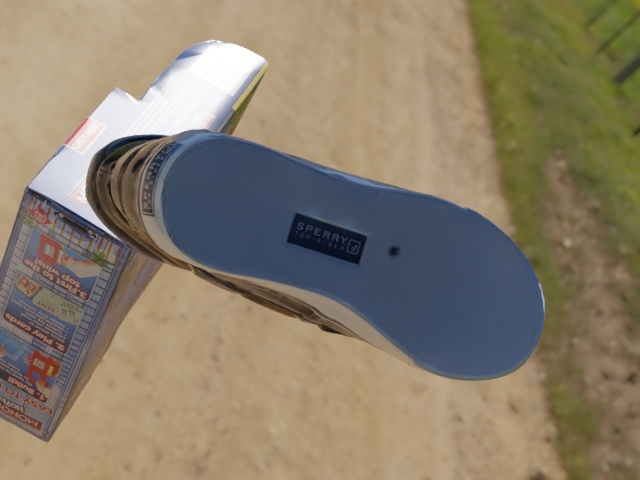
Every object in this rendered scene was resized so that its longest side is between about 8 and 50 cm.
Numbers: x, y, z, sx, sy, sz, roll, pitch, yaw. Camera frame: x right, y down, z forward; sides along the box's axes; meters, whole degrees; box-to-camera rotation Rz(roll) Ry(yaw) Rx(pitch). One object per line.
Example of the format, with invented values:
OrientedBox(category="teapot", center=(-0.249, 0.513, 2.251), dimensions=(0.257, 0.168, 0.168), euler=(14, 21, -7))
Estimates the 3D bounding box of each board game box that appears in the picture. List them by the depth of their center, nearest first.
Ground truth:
OrientedBox(category="board game box", center=(-0.119, 0.005, 0.915), dimensions=(0.060, 0.194, 0.194), euler=(31, 37, 0))

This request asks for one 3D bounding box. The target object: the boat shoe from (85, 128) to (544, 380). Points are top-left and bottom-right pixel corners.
OrientedBox(category="boat shoe", center=(0.000, 0.000, 0.671), dimensions=(0.183, 0.065, 0.083), euler=(24, -4, -29))
